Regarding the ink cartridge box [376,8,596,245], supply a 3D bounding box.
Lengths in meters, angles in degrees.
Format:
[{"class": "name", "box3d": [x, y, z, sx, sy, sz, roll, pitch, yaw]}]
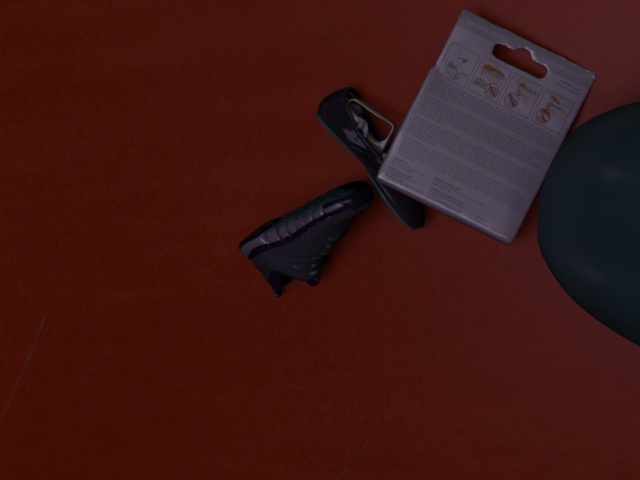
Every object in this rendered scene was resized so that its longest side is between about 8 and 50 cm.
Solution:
[{"class": "ink cartridge box", "box3d": [0.194, -0.132, 1.569, 0.181, 0.056, 0.224, 27, 90, 1]}]

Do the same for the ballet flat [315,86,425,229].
[{"class": "ballet flat", "box3d": [0.076, -0.108, 1.629, 0.074, 0.074, 0.203, -43, 79, 24]}]

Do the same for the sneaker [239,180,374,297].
[{"class": "sneaker", "box3d": [0.000, 0.000, 1.674, 0.224, 0.083, 0.098, -24, 100, 44]}]

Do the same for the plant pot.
[{"class": "plant pot", "box3d": [0.375, -0.020, 1.402, 0.235, 0.293, 0.293, 22, 109, 41]}]
